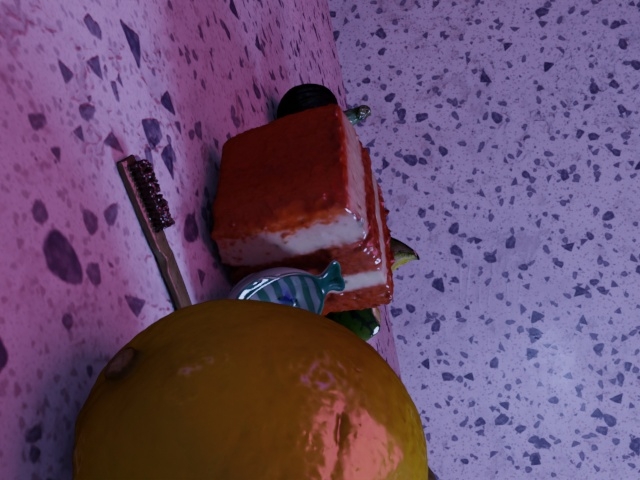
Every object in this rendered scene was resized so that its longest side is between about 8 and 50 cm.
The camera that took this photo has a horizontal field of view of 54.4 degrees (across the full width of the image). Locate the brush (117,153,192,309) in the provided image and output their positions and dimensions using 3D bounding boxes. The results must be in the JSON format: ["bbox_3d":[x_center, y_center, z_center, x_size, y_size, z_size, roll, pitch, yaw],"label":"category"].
[{"bbox_3d":[-0.208,0.004,0.837,0.043,0.036,0.248,-62,139,-64],"label":"brush"}]

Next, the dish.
[{"bbox_3d":[-0.081,0.104,1.014,0.078,0.246,0.224,43,-19,38],"label":"dish"}]

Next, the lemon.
[{"bbox_3d":[-0.065,0.217,0.613,0.348,0.348,0.348,-11,90,-77],"label":"lemon"}]

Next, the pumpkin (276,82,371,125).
[{"bbox_3d":[0.015,-0.292,1.610,0.248,0.248,0.248,-11,90,-77],"label":"pumpkin"}]

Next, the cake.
[{"bbox_3d":[-0.027,-0.045,1.133,0.319,0.270,0.269,63,20,-50],"label":"cake"}]

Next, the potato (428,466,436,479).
[{"bbox_3d":[0.202,0.679,1.615,0.326,0.221,0.243,-100,-175,-81],"label":"potato"}]

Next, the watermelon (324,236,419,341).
[{"bbox_3d":[0.044,0.092,1.361,0.189,0.331,0.331,52,19,-12],"label":"watermelon"}]
